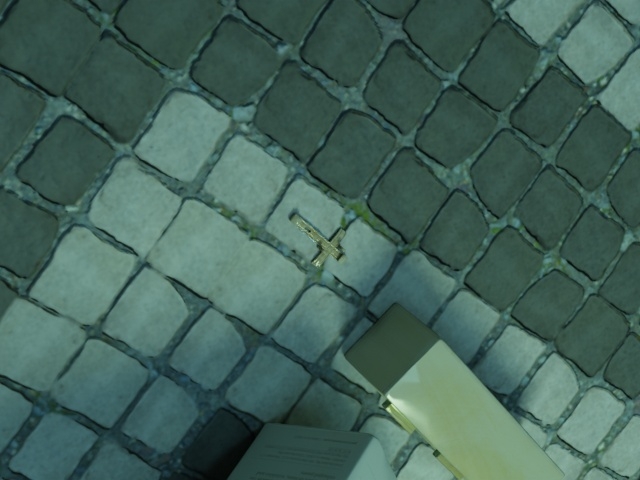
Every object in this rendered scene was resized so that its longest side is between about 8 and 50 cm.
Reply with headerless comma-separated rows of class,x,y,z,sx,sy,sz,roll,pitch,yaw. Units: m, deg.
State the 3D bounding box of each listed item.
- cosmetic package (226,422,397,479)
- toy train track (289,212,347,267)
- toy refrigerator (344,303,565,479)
cosmetic package,-0.052,0.392,1.341,0.385,0.156,0.217,-56,130,-37
toy train track,0.000,0.000,1.393,0.083,0.014,0.048,40,89,-32
toy refrigerator,0.148,0.198,1.493,0.094,0.102,0.269,-45,123,-4
